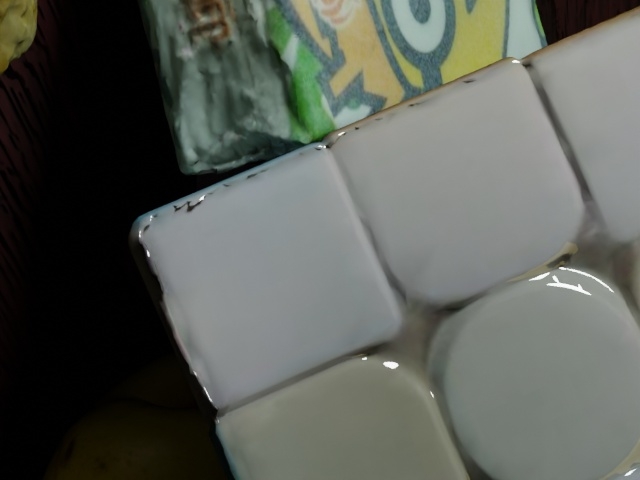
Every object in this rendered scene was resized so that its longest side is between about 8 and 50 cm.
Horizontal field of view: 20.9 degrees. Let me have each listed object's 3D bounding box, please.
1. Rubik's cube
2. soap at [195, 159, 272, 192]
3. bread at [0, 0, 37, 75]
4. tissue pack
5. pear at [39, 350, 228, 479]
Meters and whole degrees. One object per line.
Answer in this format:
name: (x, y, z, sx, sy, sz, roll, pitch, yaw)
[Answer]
Rubik's cube: (0.109, 0.090, 1.043, 0.346, 0.347, 0.344, -21, 178, -3)
soap: (0.000, 0.000, 1.312, 0.065, 0.203, 0.122, -39, 149, -36)
bread: (-0.229, -0.116, 0.890, 0.196, 0.102, 0.138, -43, 154, -31)
tissue pack: (0.014, -0.177, 1.121, 0.311, 0.128, 0.228, -19, 96, -54)
pear: (-0.071, 0.286, 1.352, 0.362, 0.362, 0.418, -33, 122, -41)
